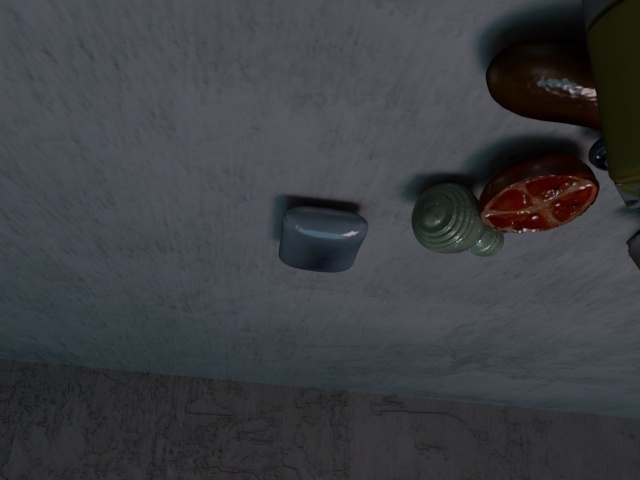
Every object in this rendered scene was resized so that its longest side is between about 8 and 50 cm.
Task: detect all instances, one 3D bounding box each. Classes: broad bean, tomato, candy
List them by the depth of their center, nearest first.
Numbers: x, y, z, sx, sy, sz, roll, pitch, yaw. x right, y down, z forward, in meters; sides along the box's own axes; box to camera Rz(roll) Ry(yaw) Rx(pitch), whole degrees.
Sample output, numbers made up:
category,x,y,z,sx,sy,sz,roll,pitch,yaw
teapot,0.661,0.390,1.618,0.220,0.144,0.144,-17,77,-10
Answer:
category,x,y,z,sx,sy,sz,roll,pitch,yaw
broad bean,0.253,-0.161,0.589,0.165,0.084,0.114,7,158,9
tomato,0.290,-0.072,0.785,0.156,0.069,0.155,-3,151,-1
candy,0.000,0.000,0.973,0.138,0.071,0.174,7,153,-5

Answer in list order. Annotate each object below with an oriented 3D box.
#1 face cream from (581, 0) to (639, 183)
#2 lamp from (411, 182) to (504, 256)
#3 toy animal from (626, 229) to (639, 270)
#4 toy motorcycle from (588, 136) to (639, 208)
category,x,y,z,sx,sy,sz,roll,pitch,yaw
face cream,0.313,-0.147,0.408,0.218,0.179,0.218,-8,179,0
lamp,0.215,-0.022,0.879,0.106,0.106,0.193,-16,158,35
toy animal,0.574,0.025,0.898,0.166,0.138,0.179,13,170,30
toy motorcycle,0.447,-0.095,0.716,0.225,0.073,0.152,26,144,-37
